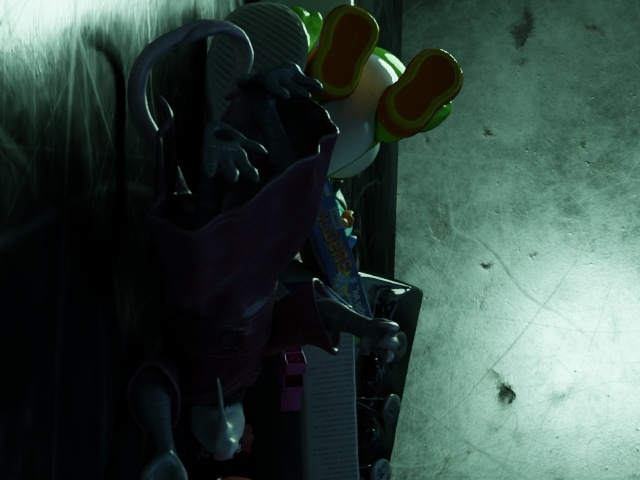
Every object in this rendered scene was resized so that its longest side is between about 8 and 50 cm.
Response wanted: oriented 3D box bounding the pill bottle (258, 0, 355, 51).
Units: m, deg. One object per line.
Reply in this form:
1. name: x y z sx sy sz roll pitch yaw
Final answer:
1. pill bottle: -0.006 -0.261 1.973 0.208 0.119 0.119 61 30 -75

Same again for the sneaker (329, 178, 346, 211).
1. sneaker: -0.001 -0.097 2.295 0.162 0.063 0.073 86 -10 -58

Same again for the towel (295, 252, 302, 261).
1. towel: -0.055 -0.044 1.943 0.199 0.031 0.275 -31 119 -79

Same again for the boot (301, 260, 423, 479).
1. boot: 0.062 0.274 2.014 0.367 0.146 0.445 27 65 -61

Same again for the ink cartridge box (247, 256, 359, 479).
1. ink cartridge box: -0.023 0.199 1.676 0.324 0.071 0.330 -142 -132 -74

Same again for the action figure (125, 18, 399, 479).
1. action figure: -0.100 0.045 1.304 0.276 0.248 0.370 43 -41 36

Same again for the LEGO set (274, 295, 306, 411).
1. LEGO set: -0.078 0.098 1.540 0.227 0.087 0.093 -110 -160 -57

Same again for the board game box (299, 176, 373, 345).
1. board game box: 0.000 0.000 1.686 0.136 0.035 0.201 -128 -163 -59

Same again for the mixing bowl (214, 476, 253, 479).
1. mixing bowl: -0.089 0.265 1.309 0.098 0.181 0.181 51 7 4

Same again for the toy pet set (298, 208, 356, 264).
1. toy pet set: -0.021 -0.012 1.819 0.122 0.065 0.114 -49 -148 36

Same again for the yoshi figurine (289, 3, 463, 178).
1. yoshi figurine: 0.050 -0.178 1.781 0.362 0.203 0.204 140 -65 -76

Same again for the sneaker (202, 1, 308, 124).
1. sneaker: -0.077 -0.105 1.606 0.161 0.102 0.282 99 0 -56

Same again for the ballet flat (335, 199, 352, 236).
1. ballet flat: -0.009 0.009 2.165 0.087 0.083 0.247 60 19 -21
